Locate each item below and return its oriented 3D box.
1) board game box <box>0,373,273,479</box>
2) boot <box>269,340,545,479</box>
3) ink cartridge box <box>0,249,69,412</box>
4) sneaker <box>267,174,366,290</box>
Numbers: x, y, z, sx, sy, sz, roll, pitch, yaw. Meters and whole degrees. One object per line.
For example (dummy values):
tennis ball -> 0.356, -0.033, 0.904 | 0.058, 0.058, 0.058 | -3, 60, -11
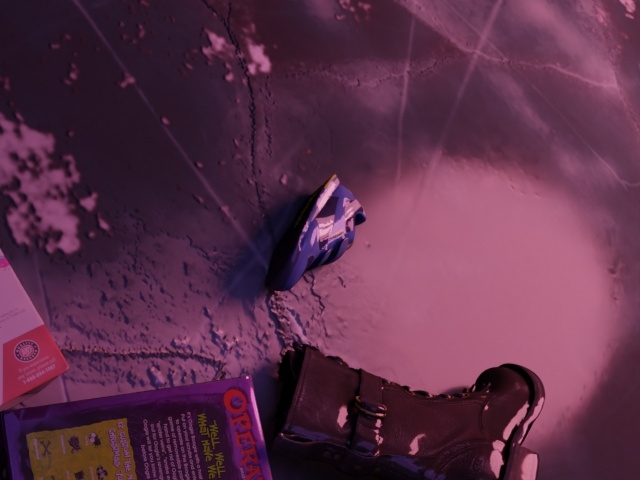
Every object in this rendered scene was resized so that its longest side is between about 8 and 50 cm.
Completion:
board game box -> -0.109, 0.280, 0.802 | 0.208, 0.056, 0.347 | -4, 75, -32
boot -> 0.074, 0.143, 0.988 | 0.229, 0.091, 0.263 | 24, 22, 0
ink cartridge box -> -0.287, 0.041, 0.812 | 0.115, 0.067, 0.198 | -28, 85, -42
sneaker -> 0.000, 0.000, 1.049 | 0.059, 0.053, 0.144 | 42, 50, -12
